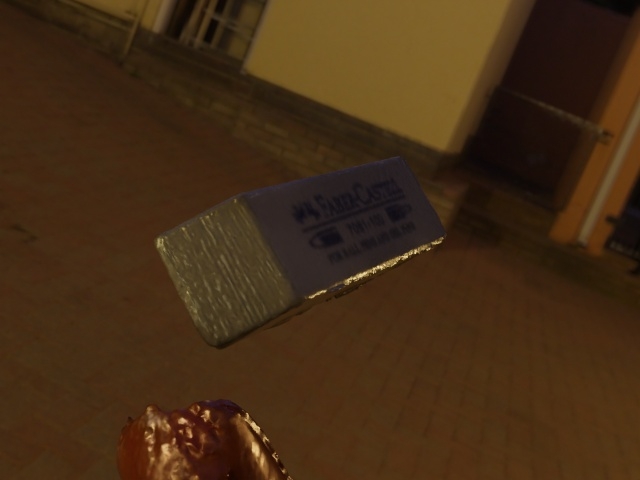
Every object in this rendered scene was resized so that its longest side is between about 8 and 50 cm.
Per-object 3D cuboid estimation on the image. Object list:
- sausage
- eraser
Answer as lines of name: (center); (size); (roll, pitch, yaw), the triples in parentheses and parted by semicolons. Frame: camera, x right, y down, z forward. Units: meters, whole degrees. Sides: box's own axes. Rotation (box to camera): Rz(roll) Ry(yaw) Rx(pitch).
sausage: (-0.042, 0.231, 0.683); (0.102, 0.102, 0.330); (32, -26, 47)
eraser: (0.001, 0.000, 0.932); (0.352, 0.077, 0.111); (-19, 80, -56)
